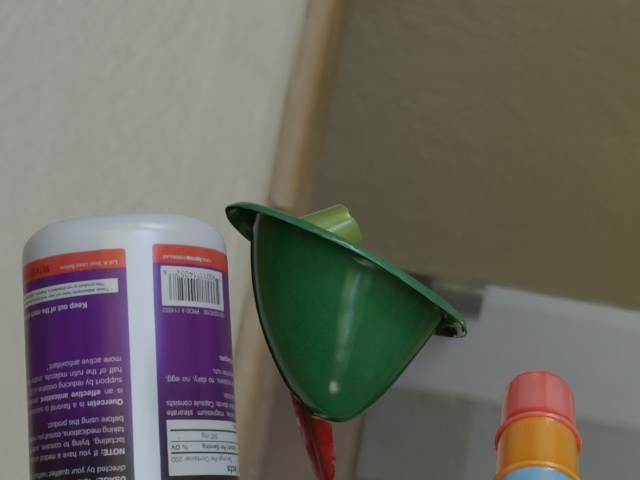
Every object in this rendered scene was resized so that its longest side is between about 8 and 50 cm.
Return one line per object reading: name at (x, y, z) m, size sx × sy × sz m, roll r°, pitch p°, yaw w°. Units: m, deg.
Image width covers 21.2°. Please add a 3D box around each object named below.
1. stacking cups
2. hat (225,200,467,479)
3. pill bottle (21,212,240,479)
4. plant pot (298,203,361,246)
stacking cups at (0.182, 0.229, 1.375) m, size 0.316 × 0.096 × 0.096 m, roll -76°, pitch 176°, yaw -51°
hat at (-0.012, 0.102, 1.128) m, size 0.183 × 0.208 × 0.173 m, roll -62°, pitch -162°, yaw -10°
pill bottle at (-0.164, 0.146, 1.480) m, size 0.181 × 0.182 × 0.323 m, roll 96°, pitch -9°, yaw -80°
plant pot at (0.000, 0.000, 1.852) m, size 0.083 × 0.079 × 0.083 m, roll 56°, pitch -16°, yaw 25°
